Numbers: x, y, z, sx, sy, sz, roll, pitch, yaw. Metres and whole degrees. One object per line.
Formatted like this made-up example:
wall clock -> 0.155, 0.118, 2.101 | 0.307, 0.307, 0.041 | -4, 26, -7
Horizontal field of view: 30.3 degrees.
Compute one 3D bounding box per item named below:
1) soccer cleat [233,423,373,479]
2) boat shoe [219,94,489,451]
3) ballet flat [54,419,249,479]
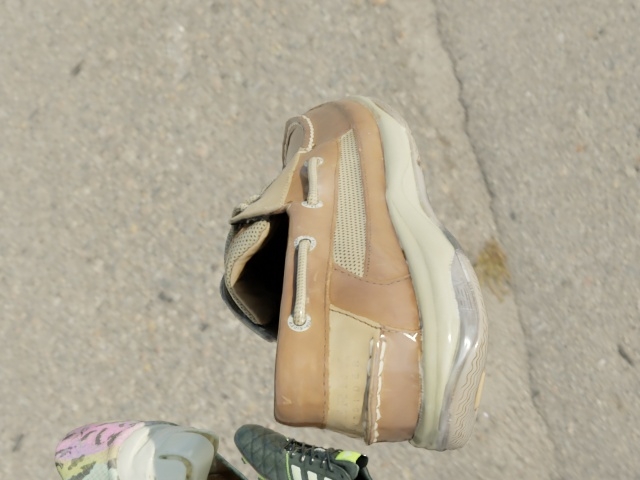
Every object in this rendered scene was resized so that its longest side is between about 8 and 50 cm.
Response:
soccer cleat -> 0.002, 0.215, 1.105 | 0.179, 0.060, 0.072 | 32, 117, 11
boat shoe -> 0.000, 0.000, 0.676 | 0.116, 0.123, 0.324 | -3, 25, -9
ballet flat -> -0.056, 0.157, 0.679 | 0.221, 0.079, 0.077 | 33, 49, 14
